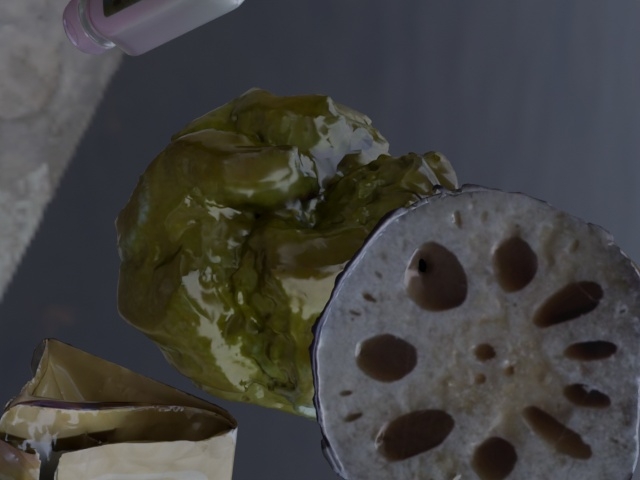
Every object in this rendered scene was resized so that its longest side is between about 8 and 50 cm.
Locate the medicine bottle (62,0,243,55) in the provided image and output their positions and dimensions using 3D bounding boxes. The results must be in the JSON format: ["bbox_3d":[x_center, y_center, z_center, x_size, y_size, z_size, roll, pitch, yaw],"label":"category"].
[{"bbox_3d":[-0.165,-0.251,1.584,0.078,0.219,0.115,34,49,-39],"label":"medicine bottle"}]

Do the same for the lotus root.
[{"bbox_3d":[0.139,0.091,1.190,0.192,0.272,0.272,3,85,-68],"label":"lotus root"}]

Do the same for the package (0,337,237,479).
[{"bbox_3d":[-0.215,0.275,1.346,0.165,0.221,0.311,-35,143,-59],"label":"package"}]

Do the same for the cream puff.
[{"bbox_3d":[0.000,0.000,1.573,0.378,0.275,0.378,19,53,-27],"label":"cream puff"}]
